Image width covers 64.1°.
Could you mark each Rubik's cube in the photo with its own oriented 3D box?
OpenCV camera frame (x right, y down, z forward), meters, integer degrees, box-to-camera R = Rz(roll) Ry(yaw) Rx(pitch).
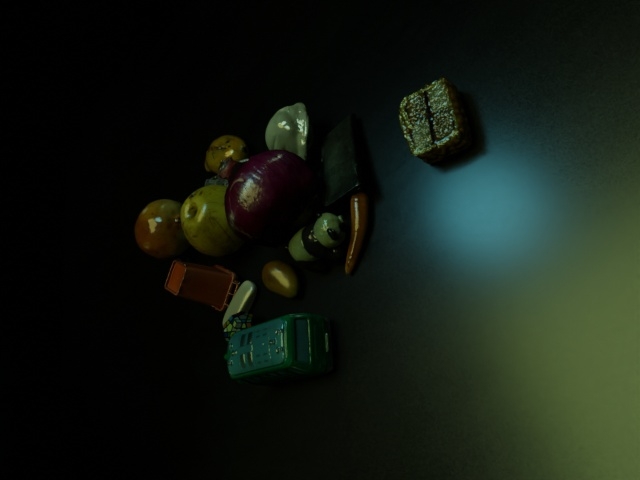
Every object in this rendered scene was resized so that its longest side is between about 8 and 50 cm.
[{"bbox_3d":[-0.274,0.313,1.787,0.112,0.132,0.133,174,111,-74],"label":"Rubik's cube"}]

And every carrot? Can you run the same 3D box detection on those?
[{"bbox_3d":[0.114,-0.030,1.567,0.066,0.062,0.272,2,79,12],"label":"carrot"}]

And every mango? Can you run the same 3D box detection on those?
[{"bbox_3d":[-0.410,-0.359,2.159,0.294,0.120,0.177,6,77,46],"label":"mango"},{"bbox_3d":[-0.129,0.128,1.730,0.163,0.089,0.112,14,97,37],"label":"mango"}]

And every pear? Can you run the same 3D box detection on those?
[{"bbox_3d":[-0.397,-0.077,1.944,0.280,0.280,0.281,-18,64,40],"label":"pear"}]

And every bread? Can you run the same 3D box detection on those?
[{"bbox_3d":[0.321,-0.329,1.437,0.181,0.096,0.223,-28,59,36],"label":"bread"}]

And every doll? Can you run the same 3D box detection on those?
[{"bbox_3d":[-0.001,0.002,1.598,0.234,0.135,0.144,-31,53,41],"label":"doll"}]

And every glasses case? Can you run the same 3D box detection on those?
[{"bbox_3d":[-0.296,0.243,1.876,0.081,0.051,0.204,35,98,44],"label":"glasses case"}]

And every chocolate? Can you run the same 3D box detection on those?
[{"bbox_3d":[-0.387,-0.217,2.100,0.247,0.110,0.110,3,78,45],"label":"chocolate"}]

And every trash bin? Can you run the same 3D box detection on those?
[{"bbox_3d":[-0.438,0.165,1.913,0.184,0.238,0.161,17,88,45],"label":"trash bin"}]

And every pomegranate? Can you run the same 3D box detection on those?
[{"bbox_3d":[-0.664,-0.053,2.212,0.264,0.264,0.265,-18,64,40],"label":"pomegranate"}]

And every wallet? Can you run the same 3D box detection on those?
[{"bbox_3d":[0.067,-0.256,1.669,0.172,0.045,0.318,-33,44,35],"label":"wallet"}]

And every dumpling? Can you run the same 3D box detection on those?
[{"bbox_3d":[-0.095,-0.347,1.840,0.175,0.243,0.227,-28,69,-5],"label":"dumpling"}]

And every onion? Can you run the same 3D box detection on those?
[{"bbox_3d":[-0.200,-0.162,1.685,0.385,0.347,0.348,33,101,19],"label":"onion"}]

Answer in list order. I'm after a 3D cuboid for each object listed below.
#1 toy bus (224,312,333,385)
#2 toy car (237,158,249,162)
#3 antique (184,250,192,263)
[{"bbox_3d":[-0.139,0.342,1.582,0.343,0.199,0.184,-25,60,39],"label":"toy bus"},{"bbox_3d":[-0.264,-0.258,1.950,0.209,0.089,0.108,25,83,20],"label":"toy car"},{"bbox_3d":[-0.561,0.126,2.212,0.031,0.015,0.192,-45,49,25],"label":"antique"}]
